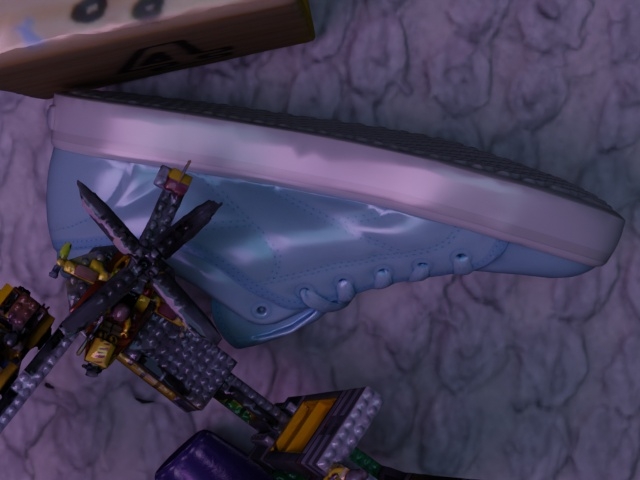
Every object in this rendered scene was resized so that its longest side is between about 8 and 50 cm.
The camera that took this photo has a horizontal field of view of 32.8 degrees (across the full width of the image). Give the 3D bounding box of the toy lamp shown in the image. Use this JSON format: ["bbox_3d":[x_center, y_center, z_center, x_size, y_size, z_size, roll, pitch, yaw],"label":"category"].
[{"bbox_3d":[-0.004,0.243,0.733,0.080,0.080,0.274,-41,90,5],"label":"toy lamp"}]

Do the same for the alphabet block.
[{"bbox_3d":[-0.120,-0.199,0.652,0.197,0.193,0.192,-13,95,4],"label":"alphabet block"}]

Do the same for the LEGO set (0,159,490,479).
[{"bbox_3d":[-0.066,0.144,0.573,0.331,0.192,0.255,45,71,-4],"label":"LEGO set"}]

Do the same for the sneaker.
[{"bbox_3d":[0.000,0.000,0.700,0.366,0.135,0.150,11,103,11],"label":"sneaker"}]
